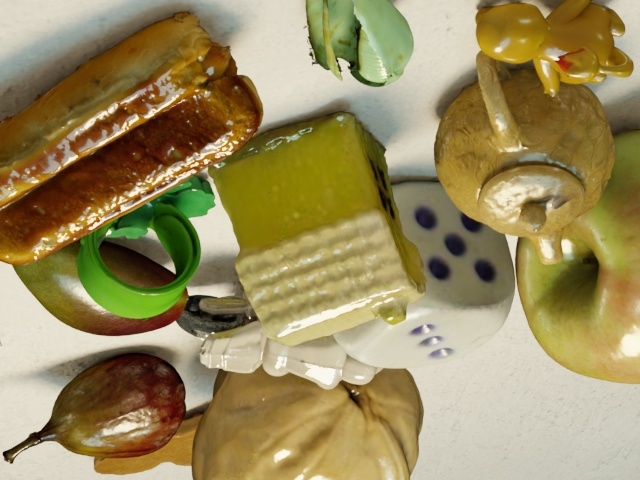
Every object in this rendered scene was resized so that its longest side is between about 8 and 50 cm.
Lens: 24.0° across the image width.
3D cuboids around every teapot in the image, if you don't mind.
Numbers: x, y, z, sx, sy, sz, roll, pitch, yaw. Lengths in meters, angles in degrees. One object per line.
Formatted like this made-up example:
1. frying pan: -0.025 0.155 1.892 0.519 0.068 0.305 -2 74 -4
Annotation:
1. teapot: 0.230 -0.085 1.697 0.203 0.167 0.311 -13 139 14

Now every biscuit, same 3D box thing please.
1. biscuit: -0.227 0.326 2.521 0.339 0.047 0.216 -20 152 19

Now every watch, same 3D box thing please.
1. watch: -0.193 0.005 1.736 0.165 0.152 0.131 1 150 -24

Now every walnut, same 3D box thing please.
1. walnut: -0.019 0.290 2.226 0.381 0.381 0.381 -11 155 -5

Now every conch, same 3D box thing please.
1. conch: 0.026 -0.214 1.481 0.105 0.079 0.170 -24 138 10

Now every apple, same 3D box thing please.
1. apple: 0.410 0.018 1.877 0.277 0.319 0.319 -4 155 -38

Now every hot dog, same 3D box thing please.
1. hot dog: -0.224 -0.104 1.530 0.348 0.117 0.158 -30 124 18

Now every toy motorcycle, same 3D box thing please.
1. toy motorcycle: -0.021 0.127 2.019 0.340 0.223 0.108 1 116 -30

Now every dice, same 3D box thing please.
1. dice: 0.120 0.046 1.925 0.191 0.194 0.193 2 149 -32

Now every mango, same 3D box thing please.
1. mango: -0.274 0.057 1.855 0.133 0.111 0.267 -7 158 38

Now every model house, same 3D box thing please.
1. model house: 0.000 0.000 1.720 0.193 0.234 0.175 -20 155 11

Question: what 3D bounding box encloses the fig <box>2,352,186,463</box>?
1. fig: -0.332 0.259 2.190 0.274 0.146 0.170 -18 159 -25

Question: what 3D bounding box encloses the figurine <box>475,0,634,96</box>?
1. figurine: 0.242 -0.199 1.551 0.176 0.122 0.121 7 115 -25

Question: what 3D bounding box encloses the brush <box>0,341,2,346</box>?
1. brush: -0.535 0.141 2.020 0.205 0.011 0.083 -9 156 -7
